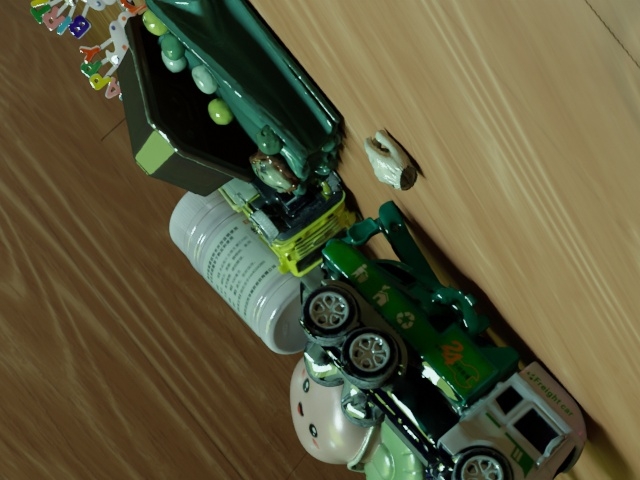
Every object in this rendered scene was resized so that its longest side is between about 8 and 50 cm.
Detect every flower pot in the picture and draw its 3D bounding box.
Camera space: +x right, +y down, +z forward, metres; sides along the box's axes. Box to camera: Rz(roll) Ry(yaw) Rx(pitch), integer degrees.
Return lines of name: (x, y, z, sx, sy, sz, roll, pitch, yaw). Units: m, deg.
flower pot: (-0.172, -0.155, 1.759, 0.179, 0.084, 0.251, 21, -143, -37)

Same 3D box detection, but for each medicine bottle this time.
medicine bottle: (-0.089, 0.032, 1.946, 0.250, 0.133, 0.133, 43, 169, 36)

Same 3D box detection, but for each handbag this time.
handbag: (-0.094, -0.173, 1.609, 0.274, 0.100, 0.269, 52, 173, 3)

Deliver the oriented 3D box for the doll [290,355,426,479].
doll: (0.079, 0.200, 1.857, 0.268, 0.216, 0.284, 152, 111, -68)

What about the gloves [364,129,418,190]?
gloves: (0.067, -0.074, 1.342, 0.081, 0.037, 0.044, -127, 40, -49)

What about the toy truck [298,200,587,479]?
toy truck: (0.113, 0.135, 1.491, 0.363, 0.178, 0.176, 49, 166, 19)

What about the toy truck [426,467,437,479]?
toy truck: (0.186, 0.315, 2.029, 0.124, 0.155, 0.268, 53, 152, -9)

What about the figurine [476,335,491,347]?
figurine: (0.191, 0.207, 1.674, 0.164, 0.121, 0.262, 30, 142, 31)

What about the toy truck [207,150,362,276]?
toy truck: (-0.066, -0.071, 1.852, 0.272, 0.124, 0.157, 48, 172, 35)

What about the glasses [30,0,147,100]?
glasses: (-0.304, -0.319, 2.019, 0.255, 0.162, 0.095, 53, 177, -5)

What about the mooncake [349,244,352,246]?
mooncake: (0.000, 0.000, 1.992, 0.125, 0.073, 0.130, 40, 158, 44)
